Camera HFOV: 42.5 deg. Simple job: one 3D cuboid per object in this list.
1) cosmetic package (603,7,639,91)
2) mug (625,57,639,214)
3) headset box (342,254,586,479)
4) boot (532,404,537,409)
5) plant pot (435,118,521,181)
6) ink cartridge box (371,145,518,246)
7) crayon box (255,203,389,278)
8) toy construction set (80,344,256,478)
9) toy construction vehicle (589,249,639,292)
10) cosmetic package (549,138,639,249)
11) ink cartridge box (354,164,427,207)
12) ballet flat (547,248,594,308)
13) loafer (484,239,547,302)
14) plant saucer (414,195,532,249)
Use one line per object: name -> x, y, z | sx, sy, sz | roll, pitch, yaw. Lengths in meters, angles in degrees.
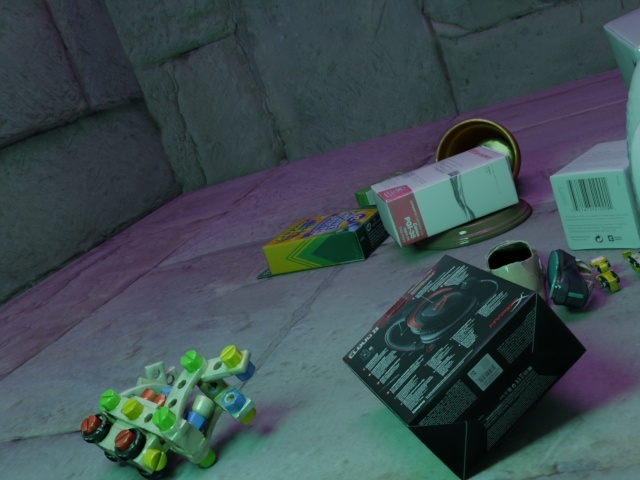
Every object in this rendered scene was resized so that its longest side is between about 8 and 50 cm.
cosmetic package -> 0.819, -0.338, 1.595 | 0.393, 0.329, 0.327 | -23, 18, 16
mug -> 0.589, -0.133, 1.256 | 0.374, 0.328, 0.276 | -30, 17, -36
headset box -> 0.167, 0.146, 1.079 | 0.218, 0.110, 0.293 | -45, 17, -5
boot -> 0.269, 0.171, 1.103 | 0.084, 0.059, 0.158 | -12, 16, 48
plant pot -> 0.418, -0.203, 2.092 | 0.205, 0.205, 0.188 | -13, 0, 26
ink cartridge box -> 0.276, -0.105, 1.857 | 0.283, 0.117, 0.207 | -20, 14, -1
crayon box -> 0.000, 0.000, 2.077 | 0.323, 0.083, 0.203 | -12, 16, 31
toy construction set -> -0.242, 0.256, 1.278 | 0.327, 0.151, 0.215 | -12, 38, 57
toy construction vehicle -> 0.485, 0.049, 1.331 | 0.086, 0.035, 0.098 | -24, 17, 4
cosmetic package -> 0.548, -0.088, 1.511 | 0.183, 0.151, 0.151 | -30, 18, -35
ink cartridge box -> 0.202, -0.116, 2.190 | 0.209, 0.109, 0.062 | -26, 16, -25
ballet flat -> 0.403, 0.064, 1.325 | 0.074, 0.074, 0.203 | -15, 8, 17
loafer -> 0.337, 0.042, 1.425 | 0.102, 0.092, 0.268 | -17, 14, 9
plant saucer -> 0.344, -0.050, 1.888 | 0.278, 0.041, 0.278 | -18, 14, 5
